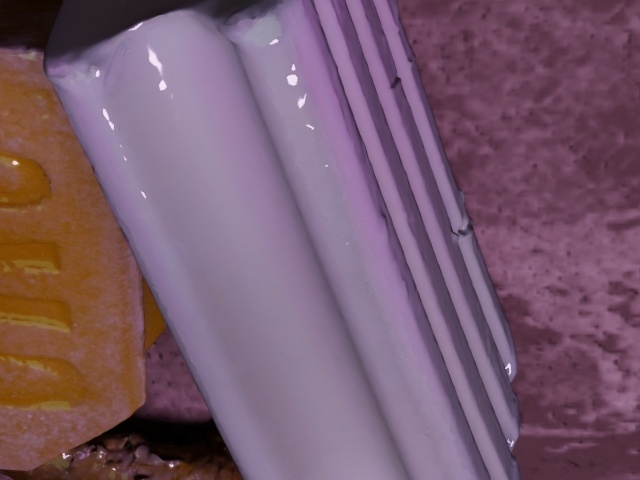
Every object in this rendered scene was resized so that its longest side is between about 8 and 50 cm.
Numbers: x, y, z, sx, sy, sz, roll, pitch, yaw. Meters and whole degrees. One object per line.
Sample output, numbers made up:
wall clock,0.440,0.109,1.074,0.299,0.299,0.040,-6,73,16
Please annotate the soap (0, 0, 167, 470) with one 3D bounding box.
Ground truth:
soap,-0.142,-0.004,0.725,0.140,0.073,0.232,6,127,5

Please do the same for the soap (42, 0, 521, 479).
soap,0.000,0.000,0.655,0.095,0.173,0.289,-13,124,14

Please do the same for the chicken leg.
chicken leg,-0.084,0.125,0.822,0.198,0.069,0.085,18,124,-1
